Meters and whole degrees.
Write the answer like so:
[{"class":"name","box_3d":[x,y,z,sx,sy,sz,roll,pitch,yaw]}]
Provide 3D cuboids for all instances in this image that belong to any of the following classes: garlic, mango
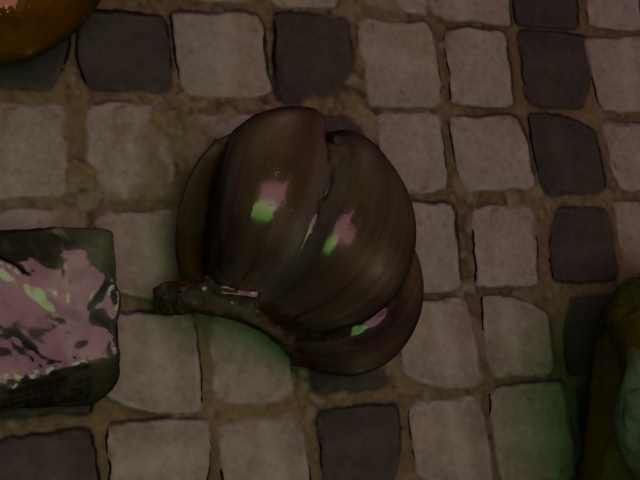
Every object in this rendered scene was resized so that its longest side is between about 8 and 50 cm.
[{"class":"garlic","box_3d":[0.000,0.000,0.894,0.214,0.160,0.191,27,72,-13]},{"class":"mango","box_3d":[-0.221,-0.192,0.885,0.165,0.089,0.115,-29,81,-30]}]

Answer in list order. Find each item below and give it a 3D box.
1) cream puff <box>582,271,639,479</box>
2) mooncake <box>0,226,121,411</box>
[{"class":"cream puff","box_3d":[0.363,0.151,0.981,0.378,0.275,0.378,-12,111,-33]},{"class":"mooncake","box_3d":[-0.206,0.056,0.833,0.125,0.073,0.130,-2,76,-21]}]
